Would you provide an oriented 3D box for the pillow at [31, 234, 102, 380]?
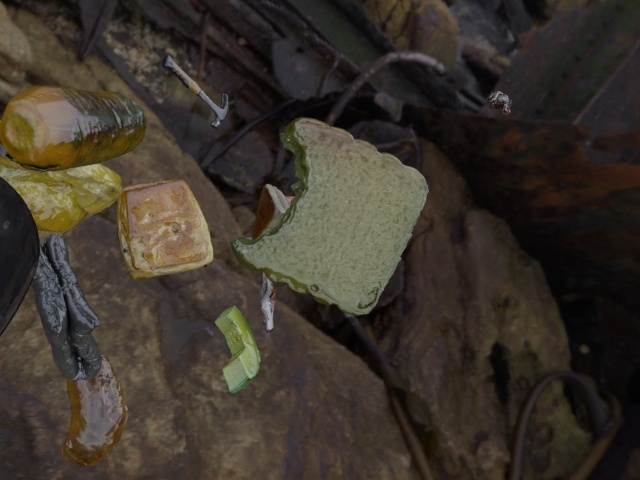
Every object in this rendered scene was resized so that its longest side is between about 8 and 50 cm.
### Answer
[{"bbox_3d":[-0.528,0.147,1.414,0.101,0.326,0.228,-17,67,-25],"label":"pillow"}]

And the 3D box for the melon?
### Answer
[{"bbox_3d":[-0.194,0.250,1.618,0.118,0.064,0.209,21,43,-60],"label":"melon"}]

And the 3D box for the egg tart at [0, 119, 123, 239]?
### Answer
[{"bbox_3d":[-0.465,-0.086,1.061,0.319,0.319,0.128,20,77,-34],"label":"egg tart"}]

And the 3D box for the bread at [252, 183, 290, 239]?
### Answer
[{"bbox_3d":[-0.075,-0.043,1.143,0.043,0.062,0.108,19,75,-41],"label":"bread"}]

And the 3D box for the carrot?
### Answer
[{"bbox_3d":[-0.240,-0.111,0.669,0.082,0.082,0.173,60,17,-7],"label":"carrot"}]

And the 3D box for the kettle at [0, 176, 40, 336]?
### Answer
[{"bbox_3d":[-0.410,0.079,0.634,0.207,0.268,0.290,40,11,-25],"label":"kettle"}]

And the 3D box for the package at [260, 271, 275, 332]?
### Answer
[{"bbox_3d":[-0.136,0.136,1.763,0.040,0.232,0.166,-2,95,-6],"label":"package"}]

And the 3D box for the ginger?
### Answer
[{"bbox_3d":[-0.586,0.439,1.799,0.173,0.165,0.321,8,97,1],"label":"ginger"}]

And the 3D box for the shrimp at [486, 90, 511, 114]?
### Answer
[{"bbox_3d":[0.268,-0.204,1.028,0.038,0.029,0.092,34,24,3],"label":"shrimp"}]

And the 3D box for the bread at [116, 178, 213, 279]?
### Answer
[{"bbox_3d":[-0.372,-0.034,1.626,0.211,0.099,0.235,-10,72,-26],"label":"bread"}]

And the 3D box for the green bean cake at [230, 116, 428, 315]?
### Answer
[{"bbox_3d":[0.012,-0.035,1.001,0.233,0.124,0.236,26,90,-1],"label":"green bean cake"}]

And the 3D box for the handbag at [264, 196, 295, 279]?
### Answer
[{"bbox_3d":[0.000,0.000,1.268,0.213,0.059,0.157,-1,80,-19],"label":"handbag"}]

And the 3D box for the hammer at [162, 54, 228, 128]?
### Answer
[{"bbox_3d":[-0.266,-0.328,1.475,0.201,0.021,0.078,44,66,-47],"label":"hammer"}]
